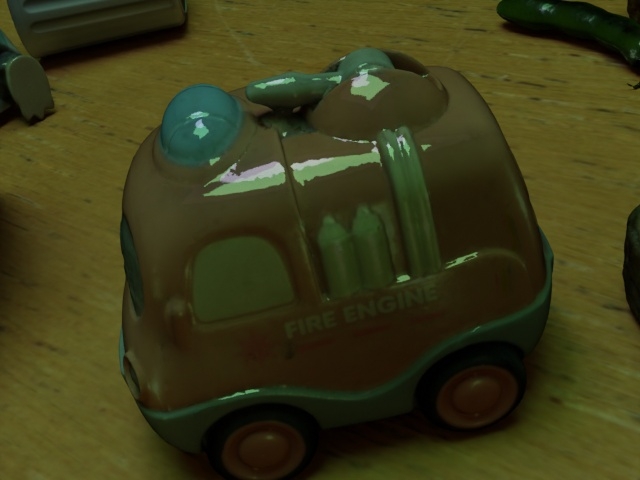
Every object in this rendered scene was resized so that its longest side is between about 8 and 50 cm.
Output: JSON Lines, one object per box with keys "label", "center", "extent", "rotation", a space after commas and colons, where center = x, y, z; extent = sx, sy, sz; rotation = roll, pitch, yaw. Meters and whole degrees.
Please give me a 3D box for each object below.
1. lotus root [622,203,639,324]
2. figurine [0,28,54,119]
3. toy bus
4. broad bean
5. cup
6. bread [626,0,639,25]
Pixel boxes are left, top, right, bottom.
{"label": "lotus root", "center": [0.285, 0.016, 0.644], "extent": [0.170, 0.074, 0.260], "rotation": [-9, 34, 11]}
{"label": "figurine", "center": [-0.509, -0.310, 1.112], "extent": [0.361, 0.377, 0.266], "rotation": [18, 45, 39]}
{"label": "toy bus", "center": [0.000, 0.000, 0.628], "extent": [0.288, 0.232, 0.194], "rotation": [-12, 37, -1]}
{"label": "broad bean", "center": [0.264, -0.214, 1.007], "extent": [0.069, 0.039, 0.227], "rotation": [-29, 37, -12]}
{"label": "cup", "center": [-0.283, -0.351, 1.238], "extent": [0.202, 0.221, 0.167], "rotation": [-9, 18, 0]}
{"label": "bread", "center": [0.378, -0.223, 0.941], "extent": [0.124, 0.084, 0.344], "rotation": [-17, 34, -5]}
